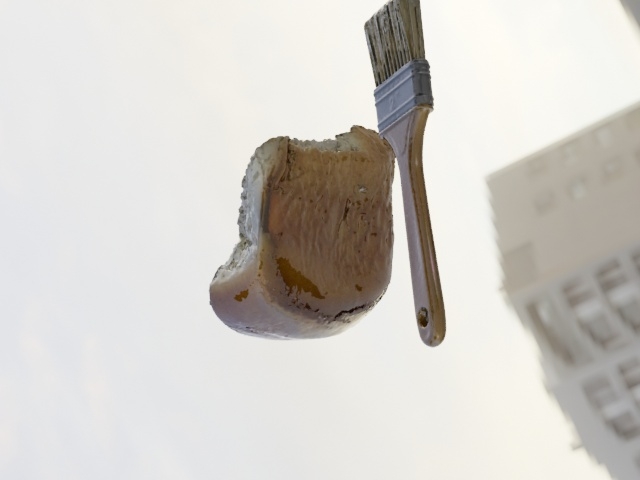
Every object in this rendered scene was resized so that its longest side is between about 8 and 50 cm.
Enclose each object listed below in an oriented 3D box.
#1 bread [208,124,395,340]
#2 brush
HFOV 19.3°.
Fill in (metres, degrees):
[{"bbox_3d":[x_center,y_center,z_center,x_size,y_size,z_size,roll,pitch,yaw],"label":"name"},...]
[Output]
[{"bbox_3d":[0.000,0.000,1.044,0.129,0.044,0.126,-3,-71,-44],"label":"bread"},{"bbox_3d":[0.043,-0.033,0.863,0.014,0.043,0.170,2,-109,-26],"label":"brush"}]
